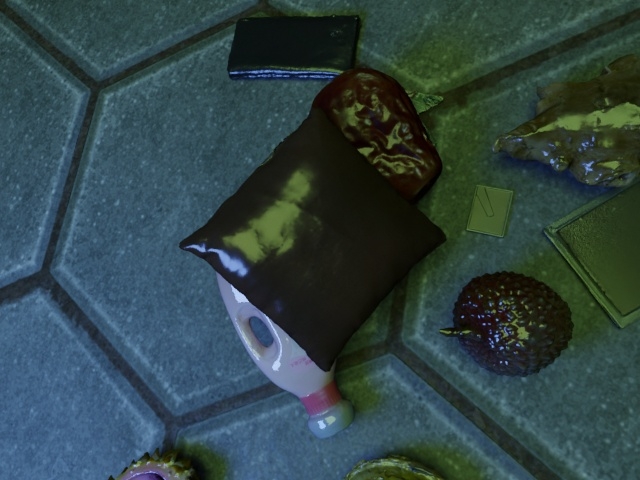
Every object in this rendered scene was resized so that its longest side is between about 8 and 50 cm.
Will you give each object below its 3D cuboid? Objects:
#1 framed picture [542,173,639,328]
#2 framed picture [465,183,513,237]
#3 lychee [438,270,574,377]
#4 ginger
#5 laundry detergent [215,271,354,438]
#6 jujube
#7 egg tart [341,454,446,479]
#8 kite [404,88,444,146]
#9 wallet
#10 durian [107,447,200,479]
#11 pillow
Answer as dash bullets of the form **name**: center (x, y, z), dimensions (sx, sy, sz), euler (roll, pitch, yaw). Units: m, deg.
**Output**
- **framed picture**: center (0.531, -0.004, 0.737), dimensions (0.252, 0.014, 0.197), euler (-32, 72, 5)
- **framed picture**: center (0.301, -0.053, 0.809), dimensions (0.066, 0.007, 0.089), euler (12, 80, 17)
- **lychee**: center (0.278, 0.127, 0.690), dimensions (0.198, 0.165, 0.165), euler (-14, 72, -18)
- **ginger**: center (0.427, -0.178, 0.751), dimensions (0.270, 0.123, 0.218), euler (-23, 69, 18)
- **laundry detergent**: center (-0.049, 0.166, 0.772), dimensions (0.159, 0.088, 0.334), euler (-26, 84, 2)
- **jujube**: center (0.098, -0.178, 0.805), dimensions (0.190, 0.190, 0.255), euler (-44, 79, 1)
- **egg tart**: center (0.114, 0.437, 0.691), dimensions (0.213, 0.090, 0.212), euler (-1, 85, 15)
- **kite**: center (0.181, -0.241, 0.883), dimensions (0.139, 0.011, 0.156), euler (-34, 70, 7)
- **wallet**: center (-0.062, -0.414, 0.972), dimensions (0.286, 0.030, 0.145), euler (6, 82, 14)
- **durian**: center (-0.336, 0.518, 0.785), dimensions (0.191, 0.112, 0.341), euler (17, 73, 26)
- **pillow**: center (0.000, 0.000, 0.706), dimensions (0.305, 0.108, 0.308), euler (44, 81, -6)
